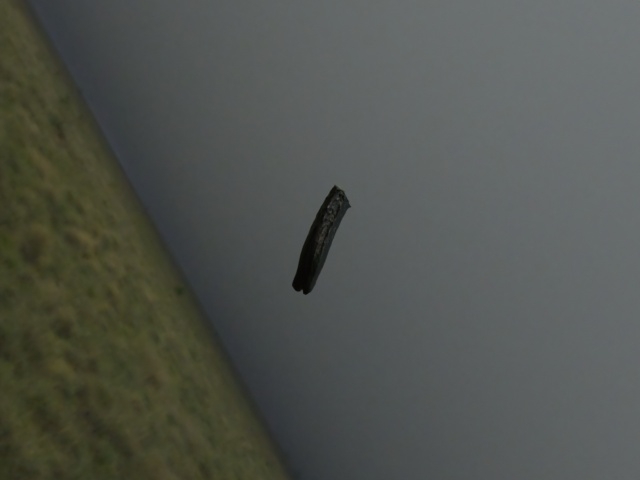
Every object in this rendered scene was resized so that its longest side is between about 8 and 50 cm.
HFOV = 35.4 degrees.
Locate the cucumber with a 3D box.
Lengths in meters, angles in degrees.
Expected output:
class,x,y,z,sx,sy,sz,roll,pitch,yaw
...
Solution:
class,x,y,z,sx,sy,sz,roll,pitch,yaw
cucumber,-0.002,0.000,1.173,0.034,0.135,0.033,22,6,-38
